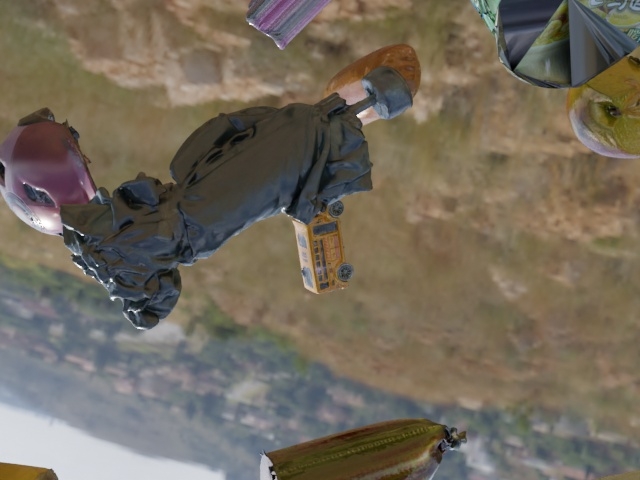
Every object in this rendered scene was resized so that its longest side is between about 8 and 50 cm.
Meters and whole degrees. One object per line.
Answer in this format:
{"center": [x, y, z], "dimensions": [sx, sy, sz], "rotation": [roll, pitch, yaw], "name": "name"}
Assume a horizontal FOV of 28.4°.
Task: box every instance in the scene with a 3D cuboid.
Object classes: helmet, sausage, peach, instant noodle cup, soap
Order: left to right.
{"center": [-0.407, -0.087, 1.912], "dimensions": [0.198, 0.154, 0.253], "rotation": [64, 179, -37], "name": "helmet"}
{"center": [-0.002, -0.336, 1.524], "dimensions": [0.065, 0.122, 0.203], "rotation": [35, 127, -21], "name": "soap"}
{"center": [0.067, 0.315, 1.788], "dimensions": [0.317, 0.125, 0.117], "rotation": [-15, -152, -17], "name": "sausage"}
{"center": [0.074, -0.229, 1.887], "dimensions": [0.098, 0.098, 0.238], "rotation": [20, 165, -20], "name": "sausage"}
{"center": [0.263, -0.316, 1.442], "dimensions": [0.240, 0.240, 0.178], "rotation": [26, -155, -41], "name": "instant noodle cup"}
{"center": [0.365, -0.168, 1.583], "dimensions": [0.151, 0.151, 0.118], "rotation": [21, 160, -23], "name": "peach"}

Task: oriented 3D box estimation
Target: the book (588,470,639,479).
{"center": [0.244, 0.412, 1.174], "dimensions": [0.300, 0.039, 0.428], "rotation": [-18, 111, 24], "name": "book"}

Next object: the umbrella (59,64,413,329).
{"center": [-0.067, -0.055, 1.172], "dimensions": [0.143, 0.349, 0.094], "rotation": [56, 169, 5], "name": "umbrella"}

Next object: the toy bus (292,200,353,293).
{"center": [0.000, 0.000, 2.039], "dimensions": [0.074, 0.162, 0.069], "rotation": [-15, -164, -23], "name": "toy bus"}

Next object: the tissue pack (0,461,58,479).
{"center": [-0.522, 0.441, 1.652], "dimensions": [0.382, 0.228, 0.293], "rotation": [2, 120, 20], "name": "tissue pack"}
